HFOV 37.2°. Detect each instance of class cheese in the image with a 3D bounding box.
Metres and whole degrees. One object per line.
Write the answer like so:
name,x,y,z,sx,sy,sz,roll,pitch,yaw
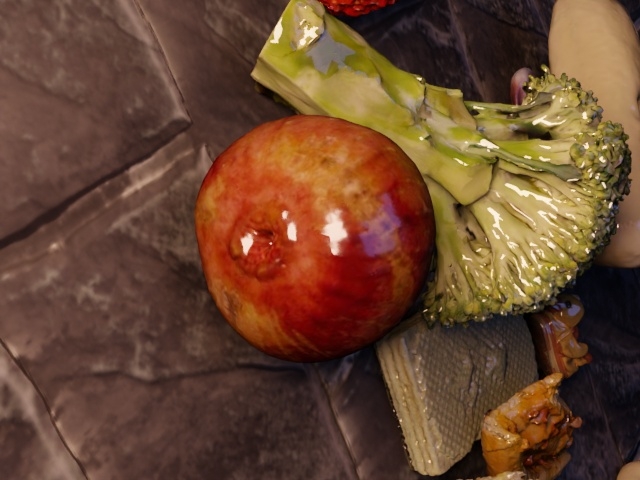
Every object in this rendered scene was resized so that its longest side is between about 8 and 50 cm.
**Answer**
cheese,0.348,-0.149,1.175,0.351,0.129,0.329,-39,119,-68

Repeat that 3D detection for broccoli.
broccoli,0.117,-0.105,0.861,0.361,0.252,0.221,52,11,-22

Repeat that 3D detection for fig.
fig,0.000,-0.001,0.749,0.205,0.205,0.205,16,69,-48

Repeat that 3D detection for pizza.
pizza,0.231,0.216,1.027,0.134,0.056,0.271,-52,148,-10

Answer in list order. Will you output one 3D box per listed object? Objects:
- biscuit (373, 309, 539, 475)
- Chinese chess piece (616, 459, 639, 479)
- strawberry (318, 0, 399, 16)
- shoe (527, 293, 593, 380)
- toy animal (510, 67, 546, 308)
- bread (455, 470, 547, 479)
biscuit,0.157,0.131,1.007,0.252,0.052,0.150,-21,97,-52
Chinese chess piece,0.453,0.367,1.319,0.122,0.051,0.122,17,68,-46
strawberry,0.027,-0.298,0.922,0.174,0.098,0.228,55,30,-4
shoe,0.295,0.118,1.170,0.069,0.072,0.109,-20,93,-13
toy animal,0.218,-0.081,1.105,0.195,0.090,0.324,33,58,-60
bread,0.196,0.323,0.893,0.176,0.195,0.246,-46,117,-41
